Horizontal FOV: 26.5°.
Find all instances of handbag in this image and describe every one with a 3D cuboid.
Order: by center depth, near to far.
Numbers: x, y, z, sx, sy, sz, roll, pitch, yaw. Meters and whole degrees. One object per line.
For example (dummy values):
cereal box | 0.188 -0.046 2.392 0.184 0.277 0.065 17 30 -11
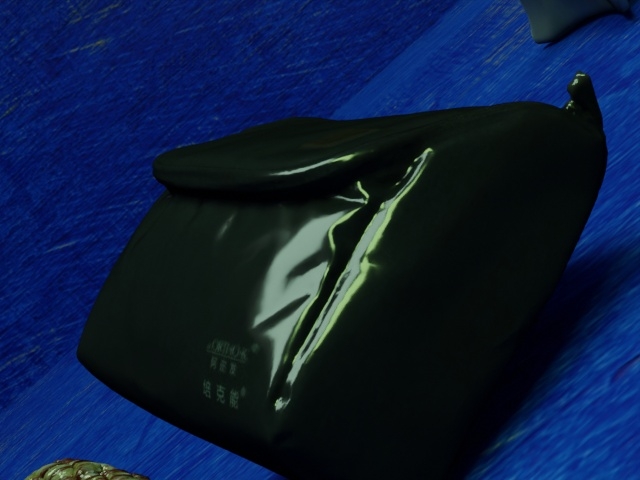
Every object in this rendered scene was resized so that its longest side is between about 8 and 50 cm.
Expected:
handbag | -0.003 -0.001 0.824 0.302 0.178 0.275 8 69 61

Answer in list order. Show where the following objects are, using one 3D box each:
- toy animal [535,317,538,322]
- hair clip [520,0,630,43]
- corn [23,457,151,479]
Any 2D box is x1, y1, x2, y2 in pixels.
toy animal | 0.095 0.047 0.860 0.136 0.047 0.065 -36 24 26
hair clip | 0.264 -0.295 1.384 0.113 0.172 0.282 -51 20 -6
corn | -0.165 0.213 1.019 0.098 0.098 0.290 -46 11 -23
